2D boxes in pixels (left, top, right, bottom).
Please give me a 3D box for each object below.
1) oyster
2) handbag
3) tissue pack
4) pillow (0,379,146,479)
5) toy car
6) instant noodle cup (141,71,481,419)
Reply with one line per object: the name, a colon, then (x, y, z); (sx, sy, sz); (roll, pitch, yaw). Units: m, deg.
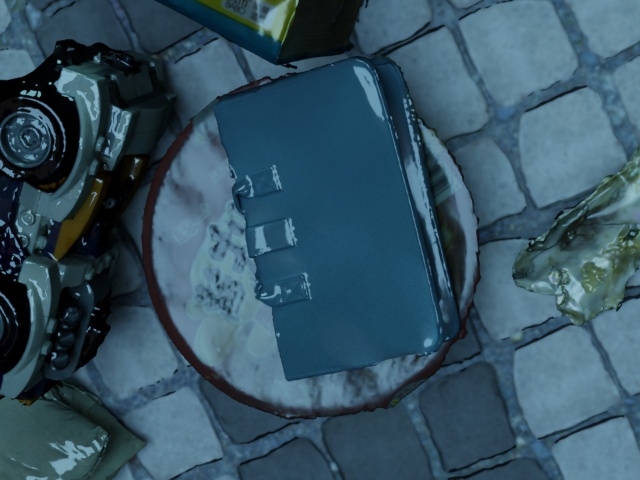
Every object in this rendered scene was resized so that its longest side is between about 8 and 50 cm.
oyster: (0.230, -0.017, 1.005); (0.200, 0.061, 0.106); (-35, 105, 21)
handbag: (0.010, -0.016, 0.968); (0.144, 0.057, 0.221); (-12, 95, 21)
tissue pack: (-0.093, -0.249, 0.987); (0.271, 0.192, 0.134); (28, 106, 10)
pillow: (-0.262, 0.203, 1.151); (0.134, 0.078, 0.181); (40, 91, 15)
toy car: (-0.204, -0.012, 1.059); (0.118, 0.193, 0.301); (17, 105, 7)
instant noodle cup: (0.000, 0.000, 1.046); (0.274, 0.091, 0.274); (2, 99, 16)
